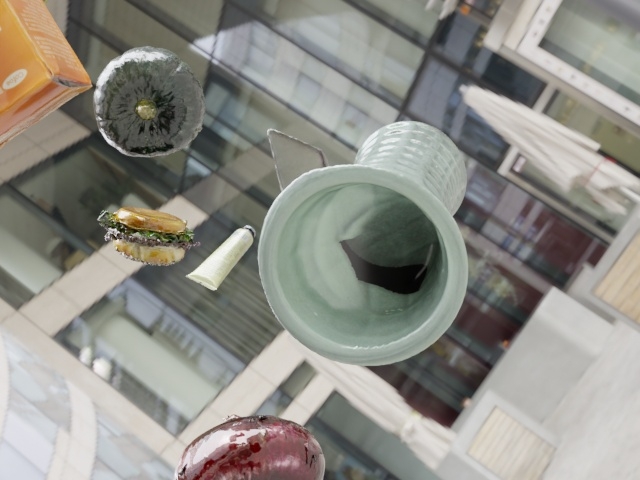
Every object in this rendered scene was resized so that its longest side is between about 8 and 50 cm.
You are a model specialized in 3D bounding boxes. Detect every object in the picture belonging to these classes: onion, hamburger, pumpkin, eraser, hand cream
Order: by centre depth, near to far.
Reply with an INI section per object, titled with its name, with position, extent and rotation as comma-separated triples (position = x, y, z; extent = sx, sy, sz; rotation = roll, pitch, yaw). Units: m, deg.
[hand cream]
position = -0.100, 0.017, 0.905
extent = 0.102, 0.035, 0.022
rotation = -52, -17, -46
[eraser]
position = -0.001, 0.000, 1.294
extent = 0.077, 0.352, 0.111
rotation = -14, -3, 3
[pumpkin]
position = -0.320, -0.254, 1.623
extent = 0.211, 0.212, 0.152
rotation = -60, -2, 19
[hamburger]
position = -0.331, -0.008, 1.654
extent = 0.164, 0.190, 0.093
rotation = -50, -25, -82
[onion]
position = -0.141, 0.456, 1.755
extent = 0.314, 0.314, 0.232
rotation = 108, 157, -51

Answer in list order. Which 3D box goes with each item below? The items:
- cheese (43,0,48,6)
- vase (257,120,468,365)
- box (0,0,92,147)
[cheese]
position = -0.518, -0.514, 1.433
extent = 0.124, 0.265, 0.242
rotation = -1, -45, -33
[vase]
position = 0.055, -0.022, 0.713
extent = 0.143, 0.143, 0.299
rotation = -60, -2, 19
[box]
position = -0.502, -0.294, 1.184
extent = 0.225, 0.341, 0.143
rotation = -31, 0, 11
